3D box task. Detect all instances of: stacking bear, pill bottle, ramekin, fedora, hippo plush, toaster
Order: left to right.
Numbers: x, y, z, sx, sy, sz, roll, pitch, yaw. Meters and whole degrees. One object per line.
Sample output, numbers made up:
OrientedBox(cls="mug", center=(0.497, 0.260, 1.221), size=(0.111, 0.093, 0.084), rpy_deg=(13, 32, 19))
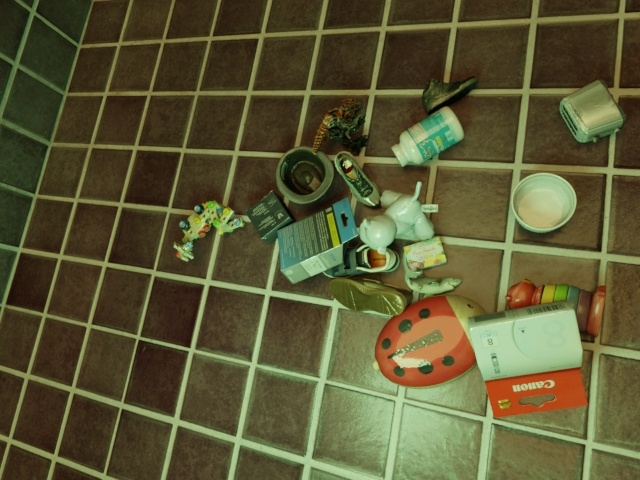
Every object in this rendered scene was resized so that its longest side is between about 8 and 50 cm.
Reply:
OrientedBox(cls="fedora", center=(-0.056, -0.267, 1.980), size=(0.275, 0.124, 0.244), rpy_deg=(37, 91, 23))
OrientedBox(cls="hippo plush", center=(0.277, -0.043, 1.713), size=(0.236, 0.294, 0.234), rpy_deg=(-42, 103, -14))
OrientedBox(cls="pill bottle", center=(0.414, -0.396, 1.830), size=(0.264, 0.146, 0.146), rpy_deg=(-31, 69, 12))
OrientedBox(cls="ramekin", center=(0.782, -0.125, 1.651), size=(0.207, 0.109, 0.207), rpy_deg=(-4, 76, 18))
OrientedBox(cls="stacking bear", center=(0.772, 0.209, 1.554), size=(0.288, 0.175, 0.164), rpy_deg=(11, 99, 31))
OrientedBox(cls="toaster", center=(0.958, -0.461, 1.659), size=(0.146, 0.129, 0.227), rpy_deg=(-24, 72, 15))

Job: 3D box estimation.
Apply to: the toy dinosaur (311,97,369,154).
OrientedBox(cls="toy dinosaur", center=(0.081, -0.471, 1.966), size=(0.218, 0.164, 0.322), rpy_deg=(29, 86, 28))

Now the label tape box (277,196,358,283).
OrientedBox(cls="label tape box", center=(0.000, 0.000, 1.856), size=(0.333, 0.106, 0.241), rpy_deg=(-24, 42, 13))

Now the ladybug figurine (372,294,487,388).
OrientedBox(cls="ladybug figurine", center=(0.383, 0.359, 1.651), size=(0.449, 0.162, 0.305), rpy_deg=(-31, 69, 11))

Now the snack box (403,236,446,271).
OrientedBox(cls="snack box", center=(0.400, 0.055, 1.785), size=(0.141, 0.037, 0.100), rpy_deg=(-18, 70, 15))

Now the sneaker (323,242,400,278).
OrientedBox(cls="sneaker", center=(0.141, 0.075, 1.829), size=(0.320, 0.127, 0.126), rpy_deg=(-9, 76, 19))

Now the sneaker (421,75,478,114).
OrientedBox(cls="sneaker", center=(0.510, -0.619, 1.880), size=(0.227, 0.087, 0.130), rpy_deg=(-27, 76, 18))

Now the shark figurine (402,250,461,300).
OrientedBox(cls="shark figurine", center=(0.361, 0.134, 1.704), size=(0.166, 0.278, 0.116), rpy_deg=(-42, 44, 35))

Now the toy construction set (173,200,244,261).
OrientedBox(cls="toy construction set", center=(-0.521, -0.051, 2.095), size=(0.327, 0.151, 0.215), rpy_deg=(-39, 68, -4))

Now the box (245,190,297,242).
OrientedBox(cls="box", center=(-0.212, -0.100, 2.014), size=(0.156, 0.093, 0.158), rpy_deg=(-37, 67, 8))

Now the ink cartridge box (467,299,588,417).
OrientedBox(cls="ink cartridge box", center=(0.668, 0.402, 1.488), size=(0.308, 0.091, 0.385), rpy_deg=(-14, 101, 16))

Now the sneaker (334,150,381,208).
OrientedBox(cls="sneaker", center=(0.147, -0.236, 1.877), size=(0.100, 0.108, 0.272), rpy_deg=(-38, 97, 12))

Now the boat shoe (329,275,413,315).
OrientedBox(cls="boat shoe", center=(0.194, 0.199, 1.793), size=(0.341, 0.123, 0.123), rpy_deg=(5, 111, 39))
